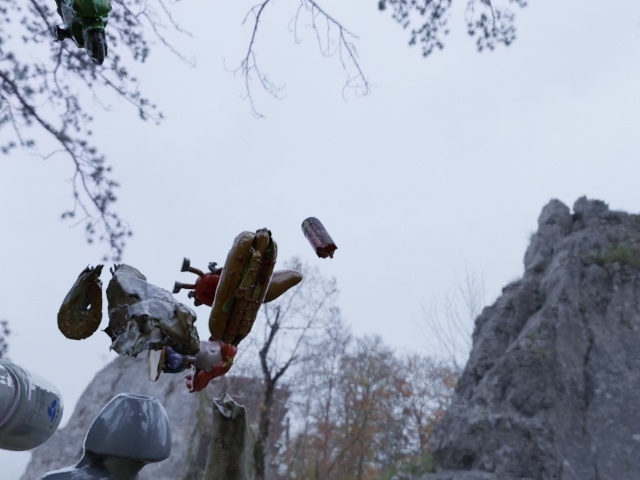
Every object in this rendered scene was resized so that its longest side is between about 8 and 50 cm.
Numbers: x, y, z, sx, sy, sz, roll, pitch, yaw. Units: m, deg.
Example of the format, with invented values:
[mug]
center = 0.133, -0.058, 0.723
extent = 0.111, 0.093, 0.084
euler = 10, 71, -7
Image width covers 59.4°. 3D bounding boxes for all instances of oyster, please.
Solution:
[oyster]
center = -0.351, 0.141, 1.124
extent = 0.336, 0.133, 0.198
euler = 5, -70, 52

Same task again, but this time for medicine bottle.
[medicine bottle]
center = -0.664, 0.339, 1.158
extent = 0.169, 0.170, 0.293
euler = 10, -24, 3

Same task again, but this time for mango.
[mango]
center = -0.147, 0.141, 1.826
extent = 0.102, 0.184, 0.085
euler = 25, -42, 56

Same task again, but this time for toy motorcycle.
[toy motorcycle]
center = -0.349, -0.334, 0.814
extent = 0.074, 0.190, 0.106
euler = -15, -43, -33

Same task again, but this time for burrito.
[burrito]
center = -0.157, 0.359, 0.944
extent = 0.086, 0.060, 0.226
euler = 19, -69, 32

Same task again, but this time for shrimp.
[shrimp]
center = -0.588, 0.154, 1.413
extent = 0.115, 0.051, 0.217
euler = 27, -85, 0

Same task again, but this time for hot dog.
[hot dog]
center = -0.147, 0.090, 1.086
extent = 0.104, 0.076, 0.250
euler = 14, -73, -34

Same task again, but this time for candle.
[candle]
center = 0.000, 0.000, 1.220
extent = 0.051, 0.131, 0.052
euler = -12, -54, -16

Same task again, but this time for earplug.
[earplug]
center = -0.466, 0.470, 1.220
extent = 0.325, 0.175, 0.214
euler = -40, -23, 5

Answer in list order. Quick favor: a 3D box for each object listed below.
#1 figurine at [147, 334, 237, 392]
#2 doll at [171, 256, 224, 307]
[figurine]
center = -0.407, 0.381, 1.781
extent = 0.256, 0.209, 0.181
euler = 11, -5, -27
[doll]
center = -0.371, 0.148, 1.860
extent = 0.217, 0.085, 0.183
euler = 22, -63, -10
